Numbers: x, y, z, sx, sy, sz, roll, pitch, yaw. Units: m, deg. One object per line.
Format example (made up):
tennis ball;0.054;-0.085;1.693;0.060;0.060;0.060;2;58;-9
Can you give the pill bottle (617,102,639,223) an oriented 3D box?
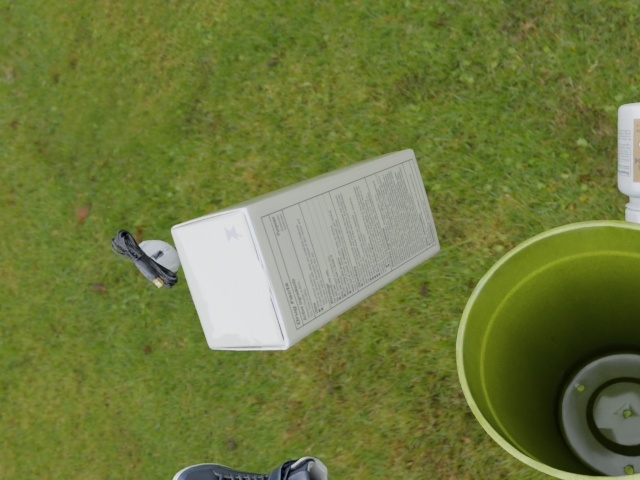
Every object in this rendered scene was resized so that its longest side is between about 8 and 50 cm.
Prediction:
pill bottle;0.618;-0.138;1.196;0.131;0.131;0.229;3;105;34

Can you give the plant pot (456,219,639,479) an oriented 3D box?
plant pot;0.441;0.213;0.983;0.366;0.353;0.366;-17;53;24

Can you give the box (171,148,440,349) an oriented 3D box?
box;0.000;0.000;0.748;0.121;0.311;0.148;-10;99;41

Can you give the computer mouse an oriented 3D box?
computer mouse;-0.246;0.024;0.976;0.106;0.193;0.042;39;88;-4

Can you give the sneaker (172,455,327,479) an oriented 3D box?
sneaker;-0.093;0.364;0.967;0.163;0.226;0.086;-44;35;44
